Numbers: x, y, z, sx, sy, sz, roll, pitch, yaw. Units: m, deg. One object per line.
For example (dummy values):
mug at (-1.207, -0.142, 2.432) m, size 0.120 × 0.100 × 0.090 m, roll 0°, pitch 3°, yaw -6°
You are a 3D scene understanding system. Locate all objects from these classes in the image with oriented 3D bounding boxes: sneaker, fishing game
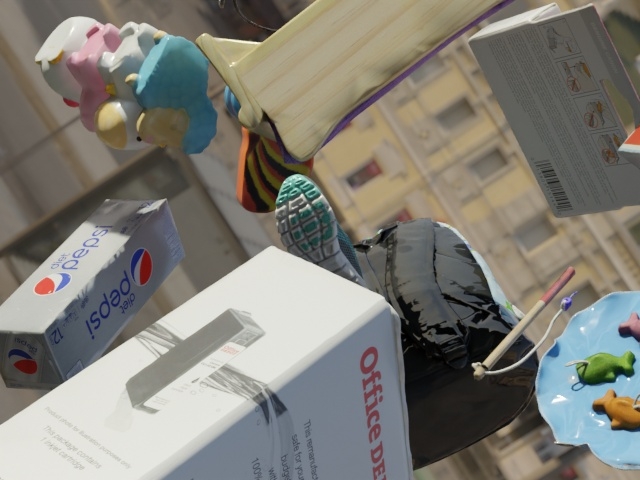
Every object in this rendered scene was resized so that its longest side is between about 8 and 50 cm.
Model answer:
sneaker at (0.000, 0.000, 1.387) m, size 0.076 × 0.065 × 0.166 m, roll -88°, pitch 156°, yaw -65°
fishing game at (0.245, 0.091, 0.971) m, size 0.264 × 0.189 × 0.041 m, roll 20°, pitch -36°, yaw 44°

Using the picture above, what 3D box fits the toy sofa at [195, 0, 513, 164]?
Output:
toy sofa at (0.065, -0.238, 1.405) m, size 0.177 × 0.362 × 0.150 m, roll 53°, pitch 8°, yaw 7°

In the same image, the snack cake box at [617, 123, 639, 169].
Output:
snack cake box at (0.351, -0.106, 1.112) m, size 0.089 × 0.152 × 0.264 m, roll 36°, pitch 7°, yaw 0°

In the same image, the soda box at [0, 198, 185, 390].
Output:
soda box at (-0.279, 0.059, 1.584) m, size 0.286 × 0.098 × 0.091 m, roll -55°, pitch 137°, yaw -48°

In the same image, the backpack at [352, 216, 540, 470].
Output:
backpack at (0.110, 0.121, 1.652) m, size 0.273 × 0.290 × 0.356 m, roll 59°, pitch 7°, yaw -43°

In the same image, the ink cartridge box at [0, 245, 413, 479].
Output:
ink cartridge box at (-0.074, 0.159, 0.818) m, size 0.114 × 0.273 × 0.197 m, roll 26°, pitch -43°, yaw 38°

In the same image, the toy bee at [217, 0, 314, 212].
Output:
toy bee at (-0.034, -0.185, 1.585) m, size 0.195 × 0.162 × 0.298 m, roll -111°, pitch -164°, yaw -59°

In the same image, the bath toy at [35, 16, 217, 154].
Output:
bath toy at (-0.248, -0.191, 1.641) m, size 0.129 × 0.151 × 0.348 m, roll 38°, pitch -8°, yaw -33°

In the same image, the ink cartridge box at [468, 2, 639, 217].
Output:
ink cartridge box at (0.361, -0.180, 1.792) m, size 0.261 × 0.066 × 0.296 m, roll -7°, pitch -65°, yaw 58°
